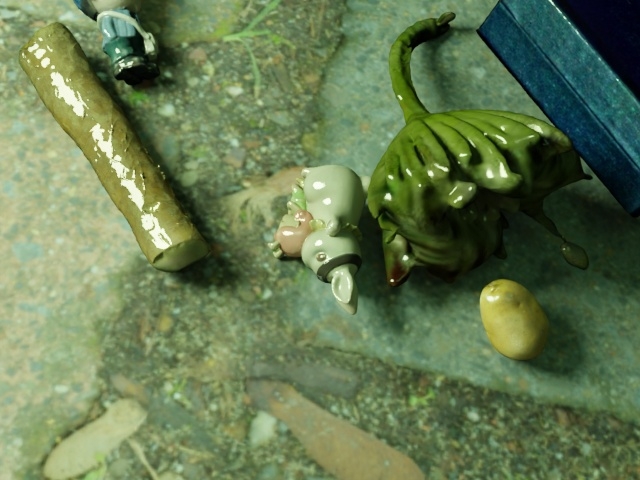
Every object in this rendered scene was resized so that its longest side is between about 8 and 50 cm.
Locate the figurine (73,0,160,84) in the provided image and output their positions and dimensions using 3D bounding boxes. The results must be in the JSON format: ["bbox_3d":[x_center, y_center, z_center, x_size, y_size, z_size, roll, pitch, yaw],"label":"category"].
[{"bbox_3d":[-0.217,-0.241,1.077,0.087,0.086,0.149,-20,78,22],"label":"figurine"}]

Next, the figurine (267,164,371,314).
[{"bbox_3d":[0.002,0.004,1.011,0.098,0.081,0.146,-8,63,33],"label":"figurine"}]

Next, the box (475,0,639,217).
[{"bbox_3d":[0.364,-0.196,1.121,0.261,0.116,0.279,-23,72,-38],"label":"box"}]

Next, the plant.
[{"bbox_3d":[0.114,-0.095,1.069,0.251,0.180,0.333,-11,39,-25],"label":"plant"}]

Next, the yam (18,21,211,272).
[{"bbox_3d":[-0.209,-0.092,1.006,0.066,0.066,0.299,-29,73,-23],"label":"yam"}]

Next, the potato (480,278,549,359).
[{"bbox_3d":[0.195,0.080,1.008,0.068,0.062,0.083,-45,119,-50],"label":"potato"}]
